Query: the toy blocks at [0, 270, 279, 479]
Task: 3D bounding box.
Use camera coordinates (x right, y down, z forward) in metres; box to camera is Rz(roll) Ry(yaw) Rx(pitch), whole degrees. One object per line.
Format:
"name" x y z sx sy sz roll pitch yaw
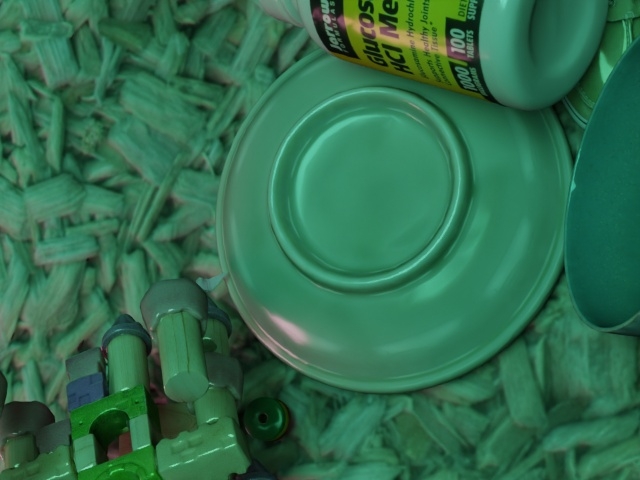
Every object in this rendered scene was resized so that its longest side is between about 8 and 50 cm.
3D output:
"toy blocks" -0.204 0.179 1.565 0.288 0.309 0.260 -22 39 5

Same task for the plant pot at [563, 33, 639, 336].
"plant pot" 0.371 -0.038 1.389 0.195 0.290 0.290 13 84 -13

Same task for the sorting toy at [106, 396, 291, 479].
"sorting toy" -0.157 0.244 1.649 0.274 0.046 0.132 -6 78 21

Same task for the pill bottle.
"pill bottle" 0.099 -0.252 1.503 0.334 0.188 0.188 20 88 37

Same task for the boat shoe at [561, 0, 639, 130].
"boat shoe" 0.271 -0.254 1.543 0.109 0.094 0.302 -9 76 20

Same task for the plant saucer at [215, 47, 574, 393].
"plant saucer" 0.059 -0.045 1.579 0.400 0.100 0.400 -5 76 20
